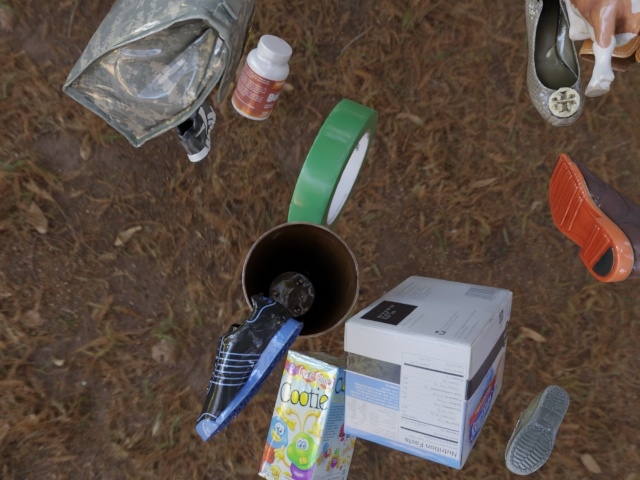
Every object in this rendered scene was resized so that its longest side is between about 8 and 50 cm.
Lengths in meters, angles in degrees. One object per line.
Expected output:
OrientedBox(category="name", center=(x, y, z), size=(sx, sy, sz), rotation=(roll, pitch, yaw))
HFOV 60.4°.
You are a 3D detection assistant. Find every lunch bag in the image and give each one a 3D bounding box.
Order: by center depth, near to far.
OrientedBox(category="lunch bag", center=(-0.195, -0.303, 0.794), size=(0.169, 0.287, 0.235), rotation=(40, 47, -36))

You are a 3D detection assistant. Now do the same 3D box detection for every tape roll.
OrientedBox(category="tape roll", center=(0.031, -0.152, 1.233), size=(0.077, 0.321, 0.321), rotation=(24, 76, 8))

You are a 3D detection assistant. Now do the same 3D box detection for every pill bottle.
OrientedBox(category="pill bottle", center=(-0.161, -0.454, 1.535), size=(0.121, 0.216, 0.121), rotation=(17, 45, -18))

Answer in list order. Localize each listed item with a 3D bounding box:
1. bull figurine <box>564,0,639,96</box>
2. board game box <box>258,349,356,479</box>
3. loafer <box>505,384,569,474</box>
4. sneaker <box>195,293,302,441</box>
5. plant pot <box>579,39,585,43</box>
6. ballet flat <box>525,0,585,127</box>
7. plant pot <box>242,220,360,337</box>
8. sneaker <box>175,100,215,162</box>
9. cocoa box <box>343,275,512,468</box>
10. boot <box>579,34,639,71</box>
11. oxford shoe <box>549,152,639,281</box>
OrientedBox(category="bull figurine", center=(0.331, -0.257, 0.534), size=(0.101, 0.310, 0.188), rotation=(1, 77, -12))
OrientedBox(category="board game box", center=(-0.010, 0.396, 1.207), size=(0.142, 0.144, 0.275), rotation=(11, 85, 37))
OrientedBox(category="loafer", center=(0.560, 0.494, 1.431), size=(0.094, 0.087, 0.251), rotation=(37, 76, 10))
OrientedBox(category="sneaker", center=(-0.127, 0.190, 0.835), size=(0.090, 0.081, 0.232), rotation=(37, 90, 13))
OrientedBox(category="plant pot", center=(0.556, -0.477, 0.901), size=(0.290, 0.195, 0.290), rotation=(-19, 116, -44))
OrientedBox(category="ballet flat", center=(0.376, -0.308, 0.886), size=(0.084, 0.058, 0.249), rotation=(-5, 84, 7))
OrientedBox(category="plant pot", center=(-0.048, 0.094, 1.110), size=(0.215, 0.230, 0.215), rotation=(2, 77, -7))
OrientedBox(category="sneaker", center=(-0.344, -0.326, 1.497), size=(0.078, 0.106, 0.234), rotation=(-17, 49, 16))
OrientedBox(category="cocoa box", center=(0.218, 0.230, 1.074), size=(0.231, 0.347, 0.228), rotation=(8, 104, 28))
OrientedBox(category="boot", center=(0.388, -0.335, 0.700), size=(0.283, 0.109, 0.220), rotation=(32, 105, 24))
OrientedBox(category="oxford shoe", center=(0.438, -0.040, 0.856), size=(0.098, 0.097, 0.271), rotation=(0, 45, -4))
